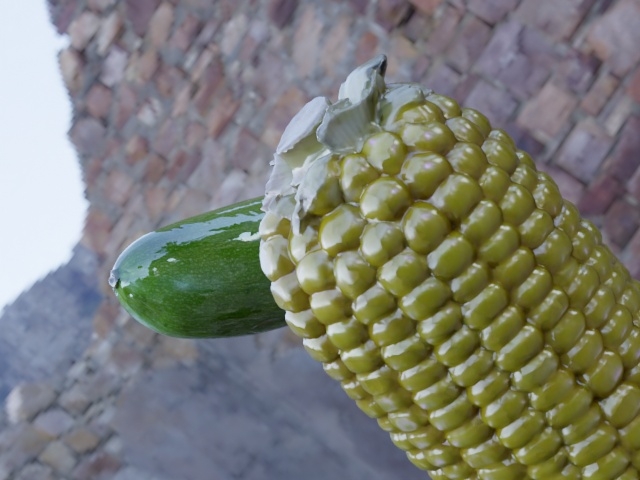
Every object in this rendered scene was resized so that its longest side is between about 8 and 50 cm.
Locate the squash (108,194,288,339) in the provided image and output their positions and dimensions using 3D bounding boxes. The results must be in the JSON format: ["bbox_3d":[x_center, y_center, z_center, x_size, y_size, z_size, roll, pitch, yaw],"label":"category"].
[{"bbox_3d":[0.000,0.000,1.121,0.395,0.107,0.107,-22,-31,-43],"label":"squash"}]

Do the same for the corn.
[{"bbox_3d":[0.118,0.085,0.662,0.144,0.387,0.144,-39,9,8],"label":"corn"}]
